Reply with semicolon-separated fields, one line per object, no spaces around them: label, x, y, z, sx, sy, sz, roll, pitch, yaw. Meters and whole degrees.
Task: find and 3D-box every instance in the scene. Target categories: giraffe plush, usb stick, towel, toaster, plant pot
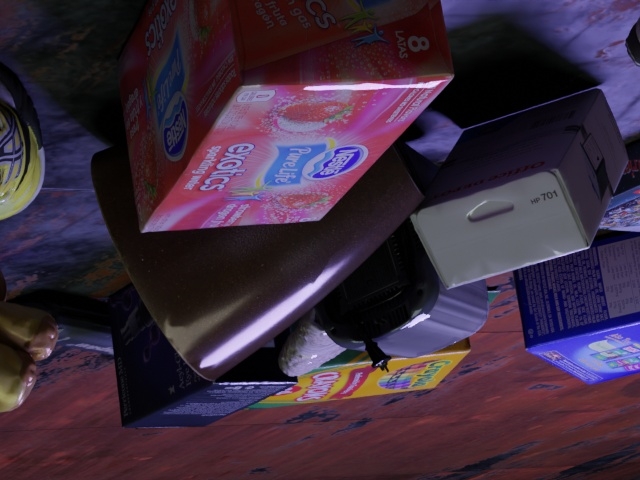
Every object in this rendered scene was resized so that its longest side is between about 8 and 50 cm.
giraffe plush;-0.360;0.063;1.880;0.210;0.181;0.170;26;150;2
usb stick;-0.244;0.104;2.222;0.077;0.045;0.278;-2;169;32
towel;0.086;0.039;1.977;0.282;0.049;0.187;-33;170;-20
toaster;0.066;0.015;1.759;0.129;0.227;0.146;-27;157;24
plant pot;-0.038;-0.029;1.640;0.230;0.215;0.215;-27;161;8

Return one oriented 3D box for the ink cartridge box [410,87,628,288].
ink cartridge box;0.175;-0.048;1.704;0.140;0.082;0.190;-17;-160;26

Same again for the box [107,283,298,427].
box;-0.129;0.107;2.107;0.108;0.153;0.207;3;160;-35

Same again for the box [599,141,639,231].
box;0.360;-0.066;1.969;0.159;0.044;0.233;4;159;-40

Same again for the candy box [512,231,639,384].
candy box;0.419;0.064;2.320;0.317;0.122;0.268;-14;162;20

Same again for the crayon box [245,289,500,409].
crayon box;0.056;0.136;2.445;0.319;0.081;0.202;-6;164;-11

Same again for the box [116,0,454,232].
box;-0.034;-0.119;1.389;0.154;0.142;0.300;-4;163;-20

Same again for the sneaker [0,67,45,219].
sneaker;-0.290;-0.062;1.442;0.145;0.147;0.384;-12;165;4

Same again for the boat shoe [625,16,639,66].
boat shoe;0.329;-0.149;1.597;0.228;0.081;0.069;-1;159;-34
